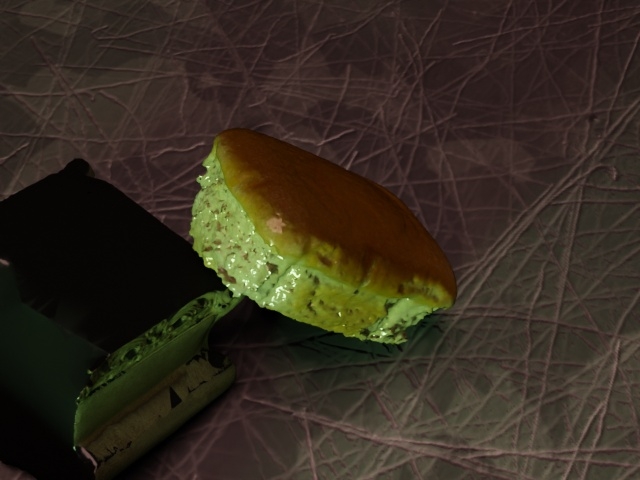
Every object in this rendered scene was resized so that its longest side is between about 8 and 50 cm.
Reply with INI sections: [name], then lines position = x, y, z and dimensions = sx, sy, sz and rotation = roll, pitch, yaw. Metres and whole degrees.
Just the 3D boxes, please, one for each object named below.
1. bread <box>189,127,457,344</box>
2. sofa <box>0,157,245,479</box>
[bread]
position = 0.000, 0.000, 1.006
dimensions = 0.121, 0.245, 0.174
rotation = -54, 42, 13
[sofa]
position = -0.218, 0.080, 1.034
dimensions = 0.258, 0.182, 0.200
rotation = 35, 47, 22
